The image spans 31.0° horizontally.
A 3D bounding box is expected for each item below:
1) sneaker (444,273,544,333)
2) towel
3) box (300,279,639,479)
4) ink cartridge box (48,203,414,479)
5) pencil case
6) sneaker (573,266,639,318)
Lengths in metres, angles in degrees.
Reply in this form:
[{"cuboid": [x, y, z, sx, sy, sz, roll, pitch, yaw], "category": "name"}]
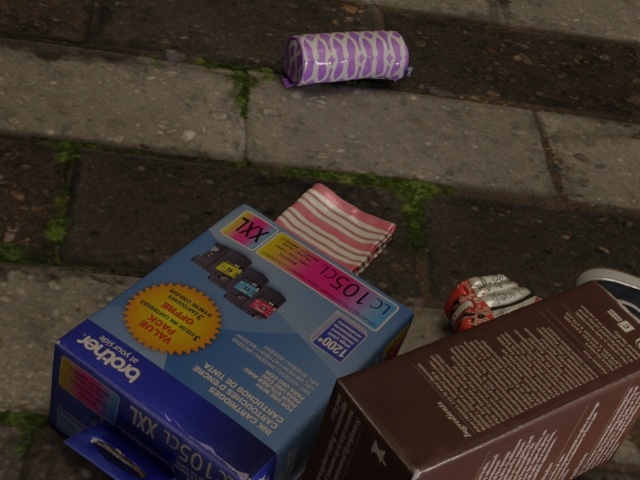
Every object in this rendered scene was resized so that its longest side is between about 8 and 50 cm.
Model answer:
[{"cuboid": [0.195, 0.134, 1.465, 0.270, 0.090, 0.145, -27, 52, -38], "category": "sneaker"}, {"cuboid": [0.000, 0.000, 1.593, 0.144, 0.029, 0.197, 30, 44, 17], "category": "towel"}, {"cuboid": [0.178, 0.196, 1.234, 0.381, 0.191, 0.143, -17, 50, -35], "category": "box"}, {"cuboid": [-0.116, 0.159, 1.299, 0.270, 0.151, 0.395, 32, 46, 18], "category": "ink cartridge box"}, {"cuboid": [0.043, -0.296, 1.884, 0.206, 0.088, 0.086, -4, 52, -22], "category": "pencil case"}, {"cuboid": [0.472, 0.132, 1.536, 0.282, 0.099, 0.153, 13, 36, 8], "category": "sneaker"}]
